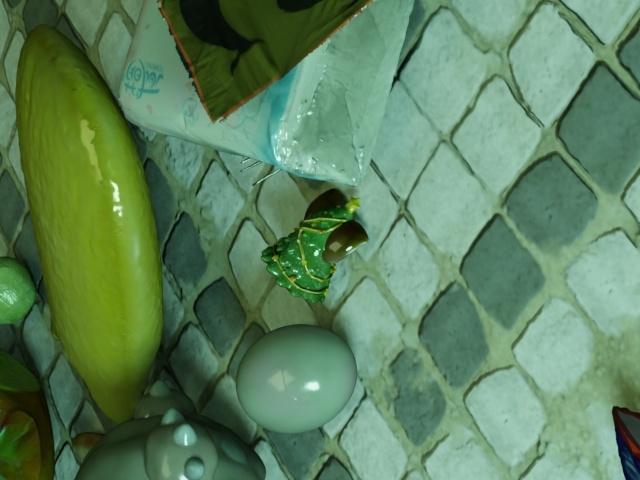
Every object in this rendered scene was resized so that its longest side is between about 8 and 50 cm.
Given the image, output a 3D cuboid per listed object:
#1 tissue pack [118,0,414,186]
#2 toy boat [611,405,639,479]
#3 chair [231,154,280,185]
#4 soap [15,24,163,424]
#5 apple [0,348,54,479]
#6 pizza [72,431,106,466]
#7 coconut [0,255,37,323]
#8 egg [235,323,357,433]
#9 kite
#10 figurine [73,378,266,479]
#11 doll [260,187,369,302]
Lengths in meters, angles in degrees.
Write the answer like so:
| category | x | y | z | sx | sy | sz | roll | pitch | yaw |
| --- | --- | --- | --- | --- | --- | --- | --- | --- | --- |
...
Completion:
| category | x | y | z | sx | sy | sz | roll | pitch | yaw |
| --- | --- | --- | --- | --- | --- | --- | --- | --- | --- |
| tissue pack | -0.056 | -0.175 | 1.302 | 0.271 | 0.124 | 0.201 | 20 | 91 | 48 |
| toy boat | 0.298 | 0.113 | 0.985 | 0.219 | 0.072 | 0.318 | 3 | 94 | 47 |
| chair | -0.043 | -0.092 | 1.391 | 0.086 | 0.042 | 0.037 | -32 | 67 | 9 |
| soap | -0.248 | -0.025 | 1.518 | 0.306 | 0.115 | 0.427 | -121 | 23 | -46 |
| apple | -0.513 | 0.249 | 1.745 | 0.374 | 0.374 | 0.384 | -9 | 104 | 50 |
| pizza | -0.257 | 0.335 | 1.692 | 0.185 | 0.052 | 0.195 | 21 | 111 | 50 |
| coconut | -0.413 | 0.061 | 1.815 | 0.096 | 0.088 | 0.088 | 48 | 136 | -4 |
| egg | -0.023 | 0.132 | 1.339 | 0.135 | 0.103 | 0.103 | -27 | 74 | 47 |
| kite | -0.008 | -0.258 | 1.192 | 0.327 | 0.013 | 0.377 | 4 | 64 | 43 |
| figurine | -0.156 | 0.342 | 1.440 | 0.248 | 0.203 | 0.381 | -137 | 46 | -79 |
| doll | -0.010 | 0.001 | 1.327 | 0.078 | 0.076 | 0.113 | 59 | 134 | 39 |
